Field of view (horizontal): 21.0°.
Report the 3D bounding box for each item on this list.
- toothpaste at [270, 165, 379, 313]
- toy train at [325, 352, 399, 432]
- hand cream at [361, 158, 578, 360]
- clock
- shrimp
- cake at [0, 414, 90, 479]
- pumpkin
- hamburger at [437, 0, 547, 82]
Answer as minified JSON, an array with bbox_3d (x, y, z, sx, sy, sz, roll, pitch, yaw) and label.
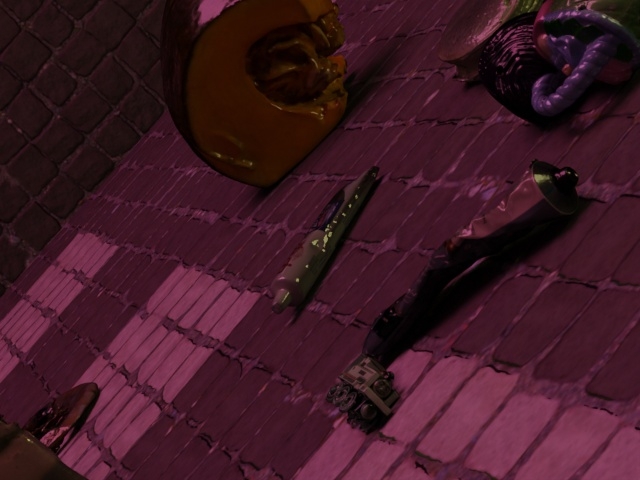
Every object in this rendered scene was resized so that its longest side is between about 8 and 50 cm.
[{"bbox_3d":[0.000,0.000,1.815,0.060,0.038,0.233,-32,18,43],"label":"toothpaste"},{"bbox_3d":[0.036,0.121,1.375,0.053,0.033,0.083,-45,14,-7],"label":"toy train"},{"bbox_3d":[0.120,0.021,1.397,0.248,0.052,0.075,-46,-10,32],"label":"hand cream"},{"bbox_3d":[0.229,-0.189,1.520,0.195,0.100,0.194,-53,12,9],"label":"clock"},{"bbox_3d":[-0.359,0.257,2.204,0.195,0.035,0.148,-40,18,23],"label":"shrimp"},{"bbox_3d":[-0.351,0.283,1.839,0.172,0.158,0.283,-52,13,-12],"label":"cake"},{"bbox_3d":[-0.089,-0.243,2.286,0.256,0.303,0.225,-18,26,6],"label":"pumpkin"},{"bbox_3d":[0.184,-0.226,1.834,0.133,0.062,0.140,-56,18,-18],"label":"hamburger"}]
